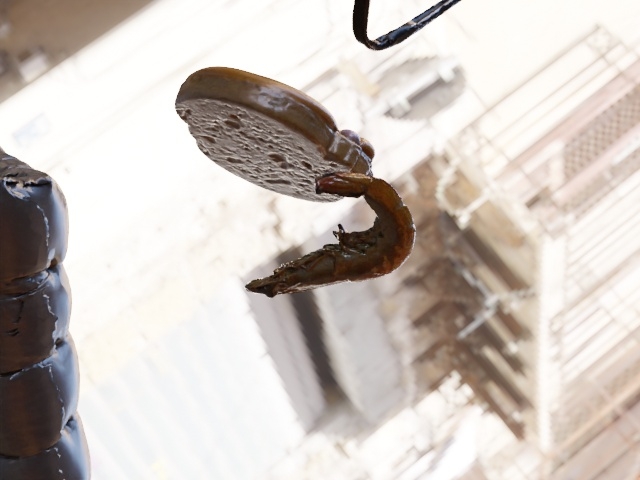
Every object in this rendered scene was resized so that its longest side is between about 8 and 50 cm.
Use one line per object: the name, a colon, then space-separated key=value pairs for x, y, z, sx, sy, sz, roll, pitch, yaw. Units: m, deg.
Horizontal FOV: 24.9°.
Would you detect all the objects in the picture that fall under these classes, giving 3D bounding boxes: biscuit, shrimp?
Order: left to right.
biscuit: x=-0.030 y=-0.088 z=1.161 sx=0.170 sy=0.050 sz=0.170 roll=20 pitch=-18 yaw=7
shrimp: x=0.000 y=0.000 z=0.975 sx=0.025 sy=0.127 sz=0.091 roll=-99 pitch=163 yaw=-56

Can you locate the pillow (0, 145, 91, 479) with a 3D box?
pillow: x=-0.237 y=0.043 z=0.930 sx=0.326 sy=0.101 sz=0.228 roll=20 pitch=-62 yaw=55

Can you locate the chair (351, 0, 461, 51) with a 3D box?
chair: x=0.023 y=-0.227 z=0.649 sx=0.140 sy=0.145 sz=0.221 roll=32 pitch=-41 yaw=29
